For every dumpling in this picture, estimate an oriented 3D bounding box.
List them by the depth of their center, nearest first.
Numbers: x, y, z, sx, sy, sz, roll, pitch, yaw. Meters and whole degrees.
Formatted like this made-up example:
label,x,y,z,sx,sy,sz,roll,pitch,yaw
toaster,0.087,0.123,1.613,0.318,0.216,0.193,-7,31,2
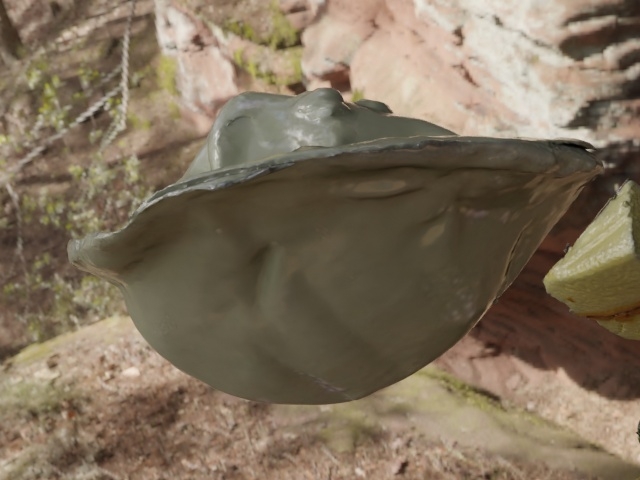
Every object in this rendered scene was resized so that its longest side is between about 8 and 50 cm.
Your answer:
label,x,y,z,sx,sy,sz,roll,pitch,yaw
dumpling,0.000,0.000,0.646,0.395,0.233,0.315,-11,-9,17

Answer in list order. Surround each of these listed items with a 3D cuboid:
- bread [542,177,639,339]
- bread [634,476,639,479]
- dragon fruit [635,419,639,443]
label,x,y,z,sx,sy,sz,roll,pitch,yaw
bread,0.454,0.042,1.358,0.178,0.240,0.135,-27,41,44
bread,0.411,0.337,1.003,0.132,0.172,0.103,-41,-6,20
dragon fruit,0.500,0.326,1.193,0.137,0.135,0.235,-30,62,20
